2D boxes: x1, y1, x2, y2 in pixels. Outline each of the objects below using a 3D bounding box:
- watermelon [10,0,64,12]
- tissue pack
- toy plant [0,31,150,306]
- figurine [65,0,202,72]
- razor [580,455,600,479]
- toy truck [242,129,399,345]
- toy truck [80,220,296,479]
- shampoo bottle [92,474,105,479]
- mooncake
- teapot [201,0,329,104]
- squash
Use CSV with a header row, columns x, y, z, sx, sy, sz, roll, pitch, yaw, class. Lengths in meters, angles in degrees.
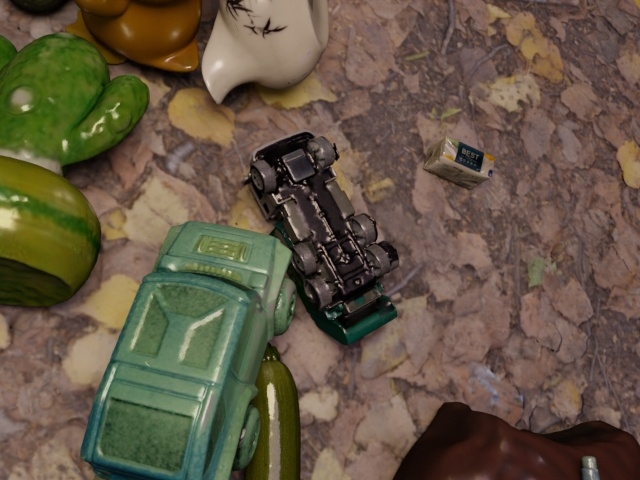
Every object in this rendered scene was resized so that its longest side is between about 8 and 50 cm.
x,y,z,sx,sy,sz,roll,pitch,yaw,class
-0.340,-0.328,0.755,0.078,0.078,0.110,29,65,-10,watermelon
0.198,-0.111,0.886,0.083,0.062,0.042,20,74,-12,tissue pack
-0.308,-0.101,0.664,0.224,0.184,0.315,2,64,0,toy plant
-0.200,-0.302,0.711,0.215,0.228,0.215,1,57,-2,figurine
0.289,0.295,0.645,0.068,0.040,0.135,9,64,-13,razor
0.000,0.000,0.759,0.114,0.124,0.253,-26,84,-23,toy truck
-0.125,0.113,0.636,0.155,0.156,0.278,11,63,8,toy truck
-0.229,0.316,0.638,0.072,0.049,0.212,26,69,-6,shampoo bottle
0.257,0.335,0.734,0.326,0.174,0.334,44,68,-1,mooncake
-0.071,-0.313,0.791,0.166,0.208,0.299,-19,58,18,teapot
-0.056,0.245,0.705,0.069,0.069,0.258,6,75,-17,squash
